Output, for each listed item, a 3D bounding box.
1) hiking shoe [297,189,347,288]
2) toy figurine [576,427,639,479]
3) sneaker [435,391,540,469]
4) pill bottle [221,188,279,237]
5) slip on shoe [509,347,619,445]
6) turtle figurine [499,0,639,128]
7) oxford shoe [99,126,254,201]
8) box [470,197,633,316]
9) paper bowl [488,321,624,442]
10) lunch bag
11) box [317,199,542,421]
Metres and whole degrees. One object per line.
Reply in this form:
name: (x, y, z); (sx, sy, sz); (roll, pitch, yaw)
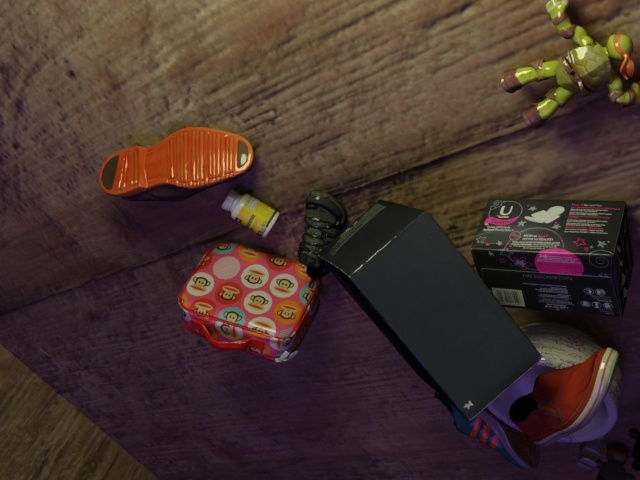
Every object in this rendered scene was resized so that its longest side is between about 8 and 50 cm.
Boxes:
hiking shoe: (0.000, 0.000, 1.779); (0.086, 0.114, 0.227); (12, 139, 19)
toy figurine: (0.683, 0.469, 1.873); (0.209, 0.148, 0.213); (-8, 131, 44)
sneaker: (0.396, 0.431, 2.031); (0.302, 0.108, 0.121); (48, 139, -11)
pill bottle: (-0.152, -0.061, 1.844); (0.116, 0.065, 0.065); (31, 141, -3)
slip on shoe: (0.450, 0.289, 1.596); (0.101, 0.123, 0.331); (30, 147, 3)
turtle figurine: (0.395, -0.246, 1.292); (0.269, 0.087, 0.217); (43, 139, -18)
oxford shoe: (-0.285, -0.152, 1.812); (0.363, 0.130, 0.133); (-4, 164, 26)
box: (0.420, 0.027, 1.537); (0.247, 0.142, 0.163); (3, 136, 30)
paper bowl: (0.480, 0.281, 1.774); (0.284, 0.148, 0.284); (16, 139, 14)
lunch bag: (-0.164, 0.147, 1.924); (0.293, 0.258, 0.120); (18, 140, 14)
box: (0.190, 0.115, 1.586); (0.343, 0.179, 0.312); (50, 177, -12)
